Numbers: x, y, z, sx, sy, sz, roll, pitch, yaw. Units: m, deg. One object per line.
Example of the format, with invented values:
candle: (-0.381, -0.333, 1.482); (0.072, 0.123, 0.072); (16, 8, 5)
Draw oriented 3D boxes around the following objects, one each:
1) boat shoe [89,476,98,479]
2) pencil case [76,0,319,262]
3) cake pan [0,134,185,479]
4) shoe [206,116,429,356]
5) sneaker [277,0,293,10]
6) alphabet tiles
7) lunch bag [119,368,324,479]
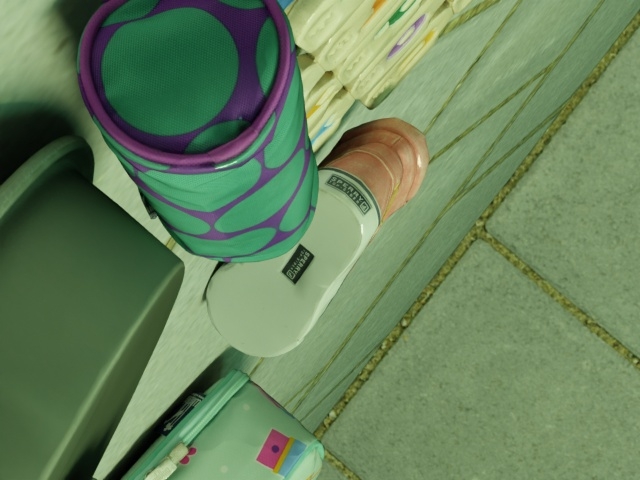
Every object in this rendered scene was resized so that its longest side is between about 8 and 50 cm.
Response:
boat shoe: (-0.067, 0.132, 0.568); (0.077, 0.070, 0.219); (-62, -179, -9)
pencil case: (-0.035, -0.037, 0.524); (0.064, 0.070, 0.151); (-26, 169, -3)
cake pan: (-0.125, 0.106, 0.527); (0.293, 0.054, 0.293); (-62, -179, 2)
shoe: (0.000, 0.000, 0.927); (0.081, 0.063, 0.178); (-45, 177, -39)
sneaker: (0.024, -0.105, 0.510); (0.152, 0.084, 0.058); (-54, 172, 30)
alphabet tiles: (0.048, -0.131, 0.766); (0.278, 0.021, 0.284); (-48, 172, 5)
lunch bag: (-0.110, 0.223, 1.246); (0.224, 0.108, 0.279); (-44, 170, -18)
